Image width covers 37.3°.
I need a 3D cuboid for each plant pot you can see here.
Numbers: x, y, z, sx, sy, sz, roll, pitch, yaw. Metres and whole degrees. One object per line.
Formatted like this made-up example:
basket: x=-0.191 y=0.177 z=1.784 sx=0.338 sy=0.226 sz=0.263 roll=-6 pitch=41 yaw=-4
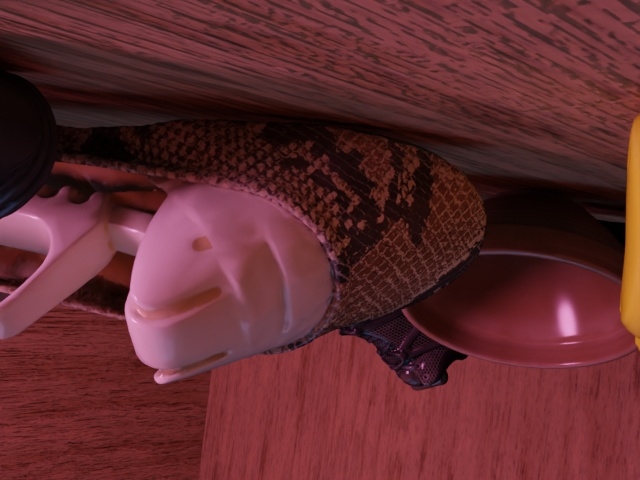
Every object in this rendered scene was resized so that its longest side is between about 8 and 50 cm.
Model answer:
plant pot: x=0.199 y=0.026 z=0.914 sx=0.237 sy=0.109 sz=0.237 roll=10 pitch=151 yaw=5

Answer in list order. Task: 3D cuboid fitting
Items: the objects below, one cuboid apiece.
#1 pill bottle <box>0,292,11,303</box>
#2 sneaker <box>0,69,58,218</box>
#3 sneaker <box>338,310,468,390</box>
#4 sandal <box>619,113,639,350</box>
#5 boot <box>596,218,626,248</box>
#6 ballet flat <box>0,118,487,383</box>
pill bottle: x=-0.318 y=0.000 z=0.811 sx=0.121 sy=0.221 sz=0.121 roll=7 pitch=180 yaw=0
sneaker: x=-0.278 y=-0.054 z=0.507 sx=0.296 sy=0.104 sz=0.147 roll=2 pitch=174 yaw=15
sneaker: x=0.066 y=0.098 z=1.008 sx=0.228 sy=0.130 sz=0.087 roll=1 pitch=176 yaw=-23
sandal: x=0.233 y=0.011 z=0.492 sx=0.138 sy=0.126 sz=0.317 roll=2 pitch=180 yaw=20
boot: x=0.365 y=0.039 z=1.117 sx=0.284 sy=0.138 sz=0.377 roll=11 pitch=-171 yaw=32
ballet flat: x=-0.145 y=0.004 z=0.608 sx=0.483 sy=0.164 sz=0.182 roll=9 pitch=-146 yaw=11
